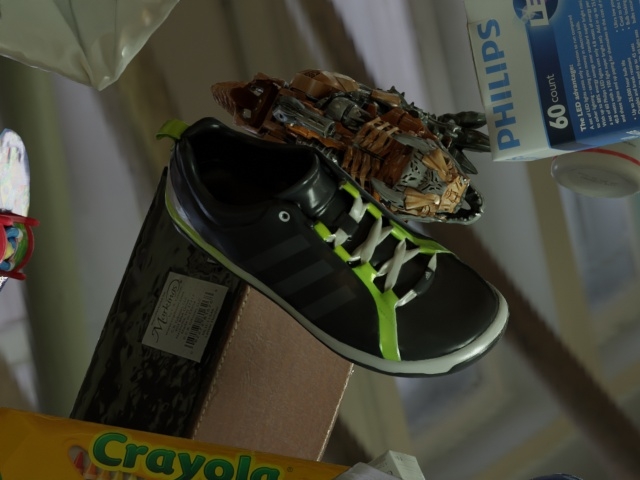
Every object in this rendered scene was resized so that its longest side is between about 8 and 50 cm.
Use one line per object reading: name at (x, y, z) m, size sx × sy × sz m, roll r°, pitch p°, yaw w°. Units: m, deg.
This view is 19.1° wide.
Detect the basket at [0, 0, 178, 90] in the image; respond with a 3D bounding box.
basket at (-0.248, -0.368, 1.615) m, size 0.328 × 0.266 × 0.331 m, roll 22°, pitch 122°, yaw -35°

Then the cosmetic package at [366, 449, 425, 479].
cosmetic package at (-0.001, 0.296, 1.749) m, size 0.239 × 0.099 × 0.060 m, roll -35°, pitch 154°, yaw 17°

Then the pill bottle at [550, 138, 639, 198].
pill bottle at (0.264, -0.126, 1.735) m, size 0.087 × 0.160 × 0.087 m, roll 10°, pitch 162°, yaw 3°

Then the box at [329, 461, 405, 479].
box at (0.025, 0.196, 0.970) m, size 0.091 × 0.130 × 0.170 m, roll 22°, pitch -177°, yaw 9°

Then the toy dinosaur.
toy dinosaur at (0.025, -0.084, 1.550) m, size 0.218 × 0.164 × 0.322 m, roll 28°, pitch -159°, yaw -45°

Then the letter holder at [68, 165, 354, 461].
letter holder at (-0.053, 0.126, 1.464) m, size 0.214 × 0.302 × 0.152 m, roll 27°, pitch 170°, yaw -39°

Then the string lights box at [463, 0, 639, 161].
string lights box at (0.227, -0.140, 1.217) m, size 0.259 × 0.133 × 0.077 m, roll -12°, pitch 177°, yaw 27°

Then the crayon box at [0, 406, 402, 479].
crayon box at (-0.096, 0.217, 1.228) m, size 0.278 × 0.165 × 0.081 m, roll 9°, pitch 148°, yaw 2°

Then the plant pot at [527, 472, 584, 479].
plant pot at (0.057, 0.248, 0.651) m, size 0.236 × 0.212 × 0.236 m, roll -19°, pitch -152°, yaw -19°

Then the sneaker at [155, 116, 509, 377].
sneaker at (0.000, 0.000, 1.109) m, size 0.234 × 0.097 × 0.084 m, roll 25°, pitch -118°, yaw 15°

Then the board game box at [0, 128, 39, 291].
board game box at (-0.224, 0.009, 1.320) m, size 0.033 × 0.133 × 0.169 m, roll 15°, pitch -134°, yaw 12°
